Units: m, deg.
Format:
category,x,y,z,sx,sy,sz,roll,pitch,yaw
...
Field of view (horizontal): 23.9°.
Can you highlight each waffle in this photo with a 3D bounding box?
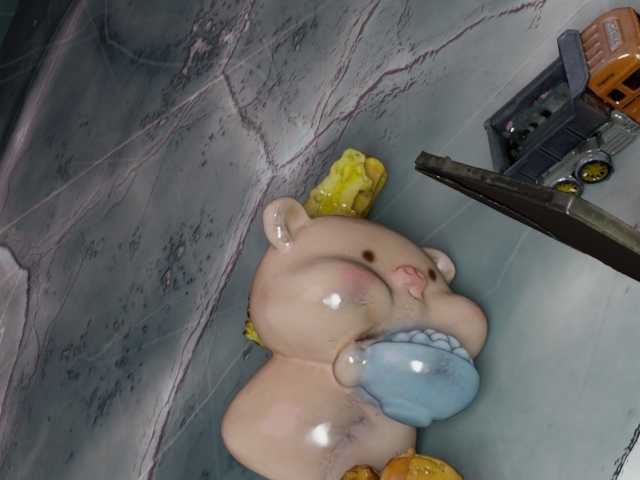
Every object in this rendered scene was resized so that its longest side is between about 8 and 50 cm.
category,x,y,z,sx,sy,sz,roll,pitch,yaw
waffle,0.000,0.000,1.501,0.211,0.055,0.160,-59,-6,-23

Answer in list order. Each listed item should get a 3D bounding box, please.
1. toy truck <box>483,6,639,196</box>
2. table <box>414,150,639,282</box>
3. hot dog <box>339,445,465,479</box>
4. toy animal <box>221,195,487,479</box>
category,x,y,z,sx,sy,sz,roll,pitch,yaw
toy truck,0.218,-0.109,1.267,0.192,0.092,0.083,-41,36,34
table,0.262,-0.086,0.981,0.250,0.282,0.196,-63,28,1
hot dog,0.041,0.327,1.131,0.158,0.117,0.348,145,132,-67
toy animal,0.024,0.108,1.318,0.221,0.210,0.229,-53,44,26
